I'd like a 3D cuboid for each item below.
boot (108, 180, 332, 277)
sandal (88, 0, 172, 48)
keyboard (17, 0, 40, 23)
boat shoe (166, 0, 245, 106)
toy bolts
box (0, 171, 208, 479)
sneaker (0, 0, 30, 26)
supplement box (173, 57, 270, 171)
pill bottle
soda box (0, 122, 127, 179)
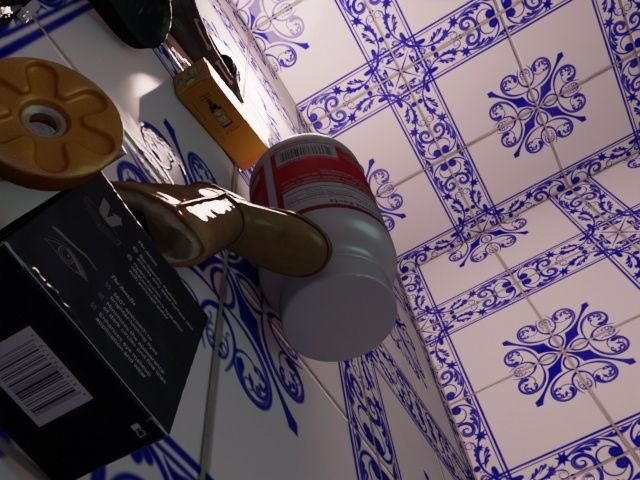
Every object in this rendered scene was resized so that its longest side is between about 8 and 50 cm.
[{"bbox_3d":[-0.111,-0.003,0.714,0.236,0.089,0.269,20,7,4],"label":"boot"},{"bbox_3d":[-0.319,-0.443,0.829,0.446,0.107,0.167,42,53,-63],"label":"sandal"},{"bbox_3d":[-0.399,-0.351,0.638,0.256,0.014,0.072,55,7,-34],"label":"keyboard"},{"bbox_3d":[-0.232,-0.398,1.327,0.112,0.095,0.335,62,9,29],"label":"boat shoe"},{"bbox_3d":[-0.218,-0.137,0.335,0.218,0.158,0.228,-17,70,-43],"label":"toy bolts"},{"bbox_3d":[-0.171,0.053,0.431,0.156,0.093,0.158,58,12,-19],"label":"box"},{"bbox_3d":[-0.326,-0.231,0.512,0.094,0.081,0.208,50,7,-19],"label":"sneaker"},{"bbox_3d":[-0.189,-0.244,1.194,0.233,0.078,0.080,50,15,-50],"label":"supplement box"},{"bbox_3d":[0.000,0.000,1.038,0.229,0.229,0.407,54,13,-35],"label":"pill bottle"},{"bbox_3d":[-0.247,-0.090,0.529,0.058,0.063,0.183,61,10,0],"label":"soda box"}]
